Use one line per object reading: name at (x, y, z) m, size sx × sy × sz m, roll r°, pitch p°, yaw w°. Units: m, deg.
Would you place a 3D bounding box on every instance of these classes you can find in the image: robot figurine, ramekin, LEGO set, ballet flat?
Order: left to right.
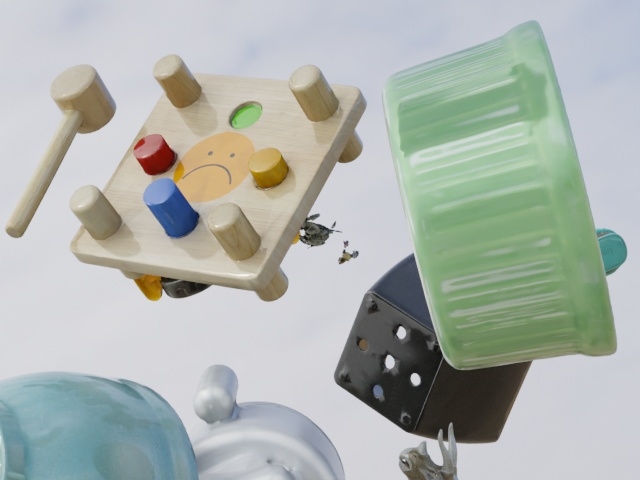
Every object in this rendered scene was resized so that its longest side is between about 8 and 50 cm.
robot figurine at (-0.072, 0.279, 1.905) m, size 0.200 × 0.300 × 0.353 m, roll -14°, pitch 2°, yaw 1°
LEGO set at (0.002, 0.000, 1.874) m, size 0.054 × 0.083 × 0.023 m, roll -48°, pitch 13°, yaw 51°
ramekin at (0.154, -0.031, 1.583) m, size 0.148 × 0.303 × 0.303 m, roll -13°, pitch -15°, yaw 5°
ballet flat at (0.295, 0.043, 2.366) m, size 0.247 × 0.083 × 0.087 m, roll -16°, pitch 0°, yaw -34°

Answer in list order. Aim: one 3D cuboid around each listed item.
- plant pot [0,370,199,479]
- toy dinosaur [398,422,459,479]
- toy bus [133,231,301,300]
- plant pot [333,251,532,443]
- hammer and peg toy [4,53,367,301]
plant pot at (-0.287, 0.250, 1.701) m, size 0.293 × 0.293 × 0.196 m, roll -30°, pitch -35°, yaw 28°
toy dinosaur at (0.188, 0.356, 1.982) m, size 0.160 × 0.121 × 0.313 m, roll -43°, pitch -61°, yaw 15°
toy bus at (-0.139, -0.040, 2.283) m, size 0.220 × 0.149 × 0.211 m, roll -21°, pitch 14°, yaw 8°
plant pot at (0.126, 0.132, 2.116) m, size 0.167 × 0.187 × 0.188 m, roll -10°, pitch -53°, yaw -52°
hammer and peg toy at (-0.152, -0.067, 1.880) m, size 0.361 × 0.266 × 0.127 m, roll 7°, pitch -34°, yaw 34°
